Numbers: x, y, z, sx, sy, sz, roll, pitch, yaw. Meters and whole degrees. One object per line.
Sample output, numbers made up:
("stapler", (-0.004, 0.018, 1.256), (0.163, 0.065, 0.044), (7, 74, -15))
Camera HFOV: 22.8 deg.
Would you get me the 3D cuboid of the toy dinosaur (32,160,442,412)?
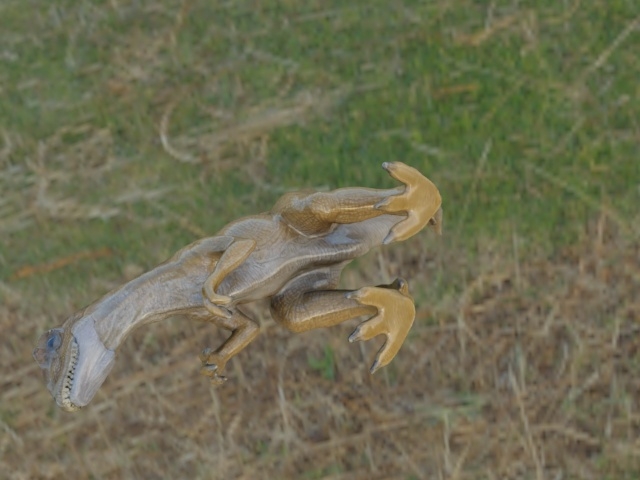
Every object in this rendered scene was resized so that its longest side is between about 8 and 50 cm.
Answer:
("toy dinosaur", (0.000, 0.000, 0.550), (0.211, 0.064, 0.112), (-18, 15, -37))
